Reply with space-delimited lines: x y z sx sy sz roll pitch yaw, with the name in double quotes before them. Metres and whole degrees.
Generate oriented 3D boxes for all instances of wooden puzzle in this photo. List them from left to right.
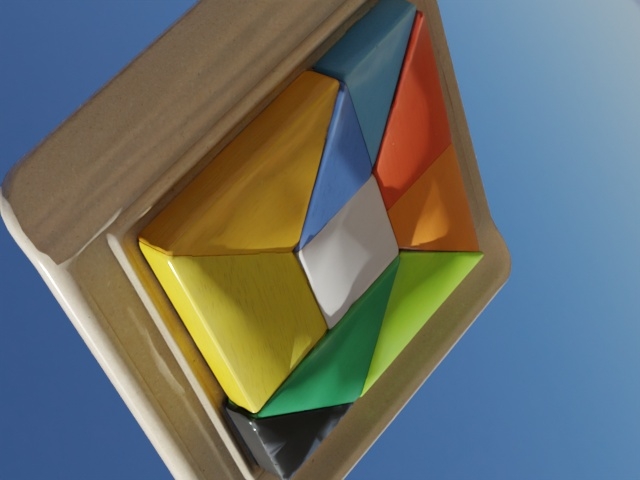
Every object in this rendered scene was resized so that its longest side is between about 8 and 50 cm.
"wooden puzzle" 0.000 0.000 0.523 0.044 0.221 0.239 21 148 41
